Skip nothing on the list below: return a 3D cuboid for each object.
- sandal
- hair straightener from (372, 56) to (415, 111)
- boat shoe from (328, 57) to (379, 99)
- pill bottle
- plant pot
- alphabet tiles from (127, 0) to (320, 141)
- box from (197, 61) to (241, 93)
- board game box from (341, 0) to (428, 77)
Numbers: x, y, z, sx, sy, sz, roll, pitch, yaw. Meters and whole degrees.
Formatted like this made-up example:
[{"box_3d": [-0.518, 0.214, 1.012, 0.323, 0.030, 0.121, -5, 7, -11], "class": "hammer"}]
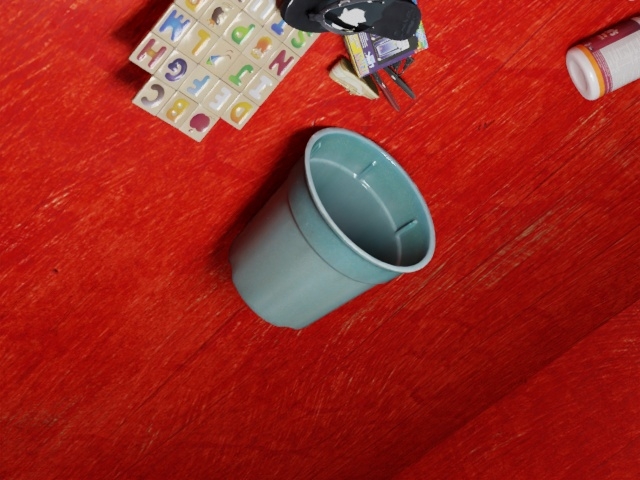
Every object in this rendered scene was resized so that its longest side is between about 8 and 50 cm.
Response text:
[{"box_3d": [0.059, -0.383, 1.546, 0.254, 0.054, 0.097, 0, 129, -21], "class": "sandal"}, {"box_3d": [0.133, -0.340, 1.768, 0.089, 0.047, 0.230, -37, 141, 7], "class": "hair straightener"}, {"box_3d": [0.064, -0.304, 1.764, 0.045, 0.050, 0.135, -29, 145, 26], "class": "boat shoe"}, {"box_3d": [0.642, -0.394, 1.943, 0.221, 0.121, 0.121, -26, 147, 1], "class": "pill bottle"}, {"box_3d": [0.000, 0.000, 1.918, 0.341, 0.341, 0.334, 11, 141, -42], "class": "plant pot"}, {"box_3d": [-0.151, -0.327, 1.542, 0.342, 0.011, 0.285, -48, 143, 9], "class": "alphabet tiles"}, {"box_3d": [-0.186, -0.277, 1.625, 0.059, 0.054, 0.169, -37, 145, 18], "class": "box"}, {"box_3d": [0.104, -0.390, 1.631, 0.141, 0.048, 0.170, -23, 134, -1], "class": "board game box"}]
